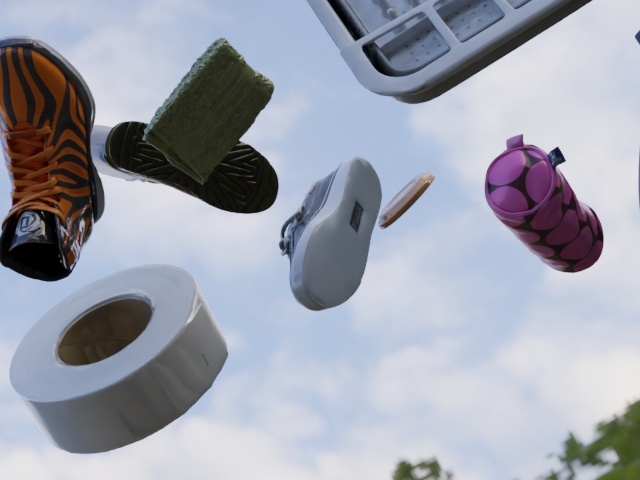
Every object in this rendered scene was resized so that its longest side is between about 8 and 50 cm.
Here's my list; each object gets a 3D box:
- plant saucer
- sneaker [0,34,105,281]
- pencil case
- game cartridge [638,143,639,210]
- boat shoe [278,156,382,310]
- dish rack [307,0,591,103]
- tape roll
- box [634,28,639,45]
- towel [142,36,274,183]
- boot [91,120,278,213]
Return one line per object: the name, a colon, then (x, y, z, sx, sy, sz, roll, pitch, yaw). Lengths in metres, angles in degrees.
plant saucer: (0.093, -0.046, 1.630, 0.083, 0.013, 0.083, -46, 5, 5)
sneaker: (-0.339, -0.081, 1.801, 0.125, 0.180, 0.321, -4, -49, 11)
pencil case: (0.257, -0.038, 1.675, 0.095, 0.098, 0.209, -21, -28, 16)
game cartridge: (0.424, -0.100, 1.489, 0.198, 0.297, 0.062, 4, -12, 32)
boat shoe: (-0.002, -0.003, 2.049, 0.105, 0.306, 0.113, -23, -58, 31)
dish rack: (0.120, -0.281, 1.401, 0.286, 0.333, 0.072, -33, -38, 4)
tape roll: (-0.272, 0.156, 2.004, 0.286, 0.286, 0.100, -26, -61, -1)
box: (0.605, -0.251, 1.885, 0.183, 0.294, 0.296, 16, -51, -34)
towel: (-0.126, -0.147, 1.676, 0.148, 0.027, 0.110, -53, -51, -5)
boot: (-0.195, -0.103, 1.933, 0.236, 0.269, 0.089, 22, -95, -17)
